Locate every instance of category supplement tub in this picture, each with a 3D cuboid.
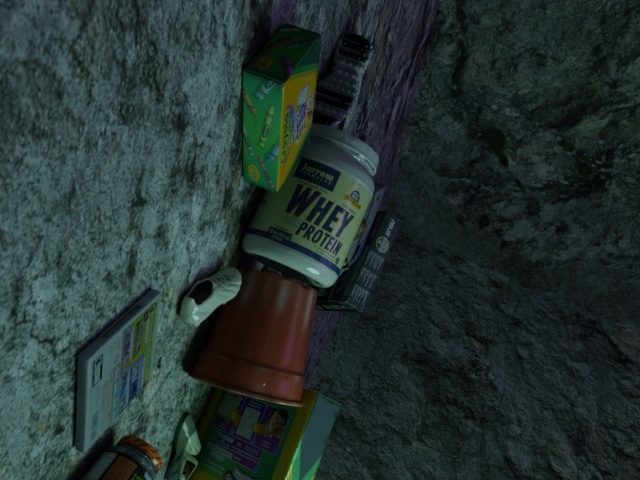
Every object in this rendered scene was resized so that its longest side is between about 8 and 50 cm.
[{"bbox_3d":[-0.363,0.440,1.091,0.190,0.117,0.117,-55,163,-49],"label":"supplement tub"},{"bbox_3d":[-0.016,-0.079,1.460,0.235,0.235,0.325,65,48,-76],"label":"supplement tub"}]

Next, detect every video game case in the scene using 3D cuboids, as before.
[{"bbox_3d":[-0.332,0.211,1.040,0.193,0.023,0.212,-52,160,-56],"label":"video game case"}]

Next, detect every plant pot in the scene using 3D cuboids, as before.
[{"bbox_3d":[-0.135,0.215,1.460,0.272,0.272,0.265,63,42,-76],"label":"plant pot"}]

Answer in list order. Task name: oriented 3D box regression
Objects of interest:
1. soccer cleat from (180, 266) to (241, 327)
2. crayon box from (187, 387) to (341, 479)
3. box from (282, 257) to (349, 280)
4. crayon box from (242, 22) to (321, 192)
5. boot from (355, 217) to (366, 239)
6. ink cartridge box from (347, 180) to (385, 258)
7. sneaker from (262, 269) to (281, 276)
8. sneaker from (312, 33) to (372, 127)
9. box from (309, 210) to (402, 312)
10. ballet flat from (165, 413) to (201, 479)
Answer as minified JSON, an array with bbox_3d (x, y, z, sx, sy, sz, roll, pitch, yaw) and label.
[{"bbox_3d":[-0.216,0.099,1.286,0.196,0.068,0.076,-49,155,-53],"label":"soccer cleat"},{"bbox_3d":[-0.159,0.505,1.601,0.106,0.363,0.313,36,69,-41],"label":"crayon box"},{"bbox_3d":[-0.020,0.066,1.791,0.190,0.184,0.045,-125,-154,-82],"label":"box"},{"bbox_3d":[-0.078,-0.248,1.218,0.278,0.081,0.165,99,16,-52],"label":"crayon box"},{"bbox_3d":[0.000,0.000,1.795,0.269,0.236,0.089,-37,109,-74],"label":"boot"},{"bbox_3d":[0.069,-0.061,2.115,0.395,0.166,0.285,-34,145,-72],"label":"ink cartridge box"},{"bbox_3d":[-0.153,0.235,1.697,0.153,0.099,0.282,96,5,-60],"label":"sneaker"},{"bbox_3d":[0.044,-0.368,1.562,0.292,0.110,0.118,-63,178,-23],"label":"sneaker"},{"bbox_3d":[0.118,0.081,2.440,0.318,0.097,0.395,-11,-130,60],"label":"box"},{"bbox_3d":[-0.329,0.524,1.572,0.072,0.068,0.213,-45,155,-66],"label":"ballet flat"}]
